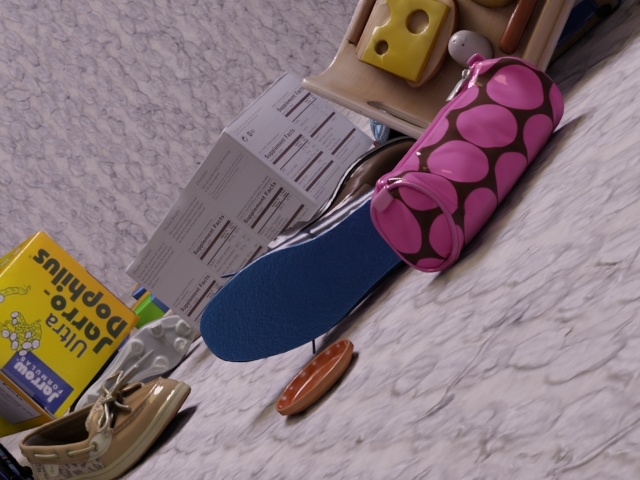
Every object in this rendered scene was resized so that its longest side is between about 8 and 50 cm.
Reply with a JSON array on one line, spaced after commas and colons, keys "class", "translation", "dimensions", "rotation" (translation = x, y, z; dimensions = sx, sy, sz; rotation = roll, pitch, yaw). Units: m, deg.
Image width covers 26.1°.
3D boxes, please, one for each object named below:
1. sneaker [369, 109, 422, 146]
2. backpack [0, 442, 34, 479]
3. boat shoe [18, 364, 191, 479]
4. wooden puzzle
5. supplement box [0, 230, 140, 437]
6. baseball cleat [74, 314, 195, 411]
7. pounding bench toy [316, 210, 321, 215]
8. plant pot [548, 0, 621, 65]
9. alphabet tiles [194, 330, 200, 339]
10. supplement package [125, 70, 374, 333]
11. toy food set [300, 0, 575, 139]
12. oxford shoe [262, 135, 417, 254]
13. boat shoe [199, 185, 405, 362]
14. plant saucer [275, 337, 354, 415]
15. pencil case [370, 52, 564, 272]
[{"class": "sneaker", "translation": [0.163, -0.193, 1.692], "dimensions": [0.262, 0.104, 0.125], "rotation": [-44, 24, 32]}, {"class": "backpack", "translation": [-0.492, 0.320, 1.918], "dimensions": [0.117, 0.173, 0.158], "rotation": [-45, 9, -10]}, {"class": "boat shoe", "translation": [-0.251, 0.216, 1.557], "dimensions": [0.285, 0.089, 0.104], "rotation": [-37, 10, 40]}, {"class": "wooden puzzle", "translation": [-0.291, 0.141, 2.137], "dimensions": [0.322, 0.080, 0.348], "rotation": [-46, 8, 2]}, {"class": "supplement box", "translation": [-0.447, 0.148, 2.023], "dimensions": [0.195, 0.194, 0.356], "rotation": [-54, 15, -26]}, {"class": "baseball cleat", "translation": [-0.253, 0.175, 1.853], "dimensions": [0.206, 0.072, 0.109], "rotation": [-41, 1, -7]}, {"class": "pounding bench toy", "translation": [-0.052, -0.040, 1.910], "dimensions": [0.052, 0.083, 0.065], "rotation": [-38, 9, 36]}, {"class": "plant pot", "translation": [0.178, -0.299, 1.485], "dimensions": [0.236, 0.236, 0.212], "rotation": [-41, 53, 17]}, {"class": "alphabet tiles", "translation": [-0.129, 0.074, 1.982], "dimensions": [0.198, 0.009, 0.237], "rotation": [-39, 9, 32]}, {"class": "supplement package", "translation": [-0.088, -0.044, 1.716], "dimensions": [0.262, 0.145, 0.204], "rotation": [-50, 1, 35]}, {"class": "toy food set", "translation": [0.124, -0.249, 1.318], "dimensions": [0.092, 0.219, 0.306], "rotation": [13, -78, -61]}, {"class": "oxford shoe", "translation": [0.048, -0.020, 1.410], "dimensions": [0.227, 0.083, 0.096], "rotation": [-47, 28, -20]}, {"class": "boat shoe", "translation": [0.008, 0.034, 1.272], "dimensions": [0.258, 0.109, 0.089], "rotation": [-28, -1, -6]}, {"class": "plant saucer", "translation": [-0.003, 0.114, 1.137], "dimensions": [0.083, 0.013, 0.083], "rotation": [-42, 9, 8]}, {"class": "pencil case", "translation": [0.121, -0.071, 1.173], "dimensions": [0.095, 0.098, 0.209], "rotation": [-33, 14, 51]}]
